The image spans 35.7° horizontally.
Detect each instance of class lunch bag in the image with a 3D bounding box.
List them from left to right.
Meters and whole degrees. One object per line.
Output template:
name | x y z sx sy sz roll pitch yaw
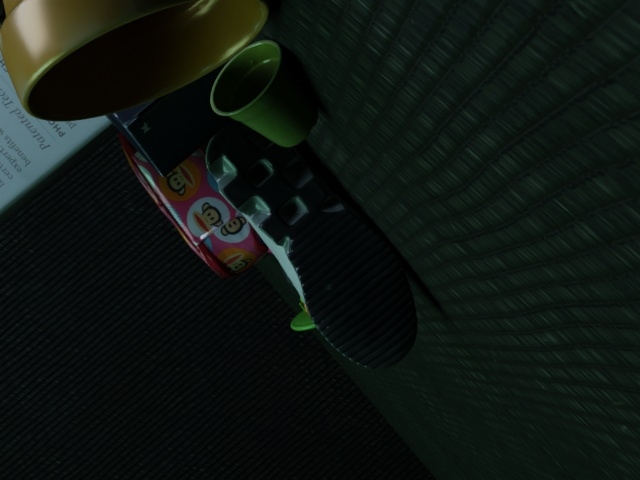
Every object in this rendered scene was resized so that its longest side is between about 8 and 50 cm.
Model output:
lunch bag | -0.172 -0.089 1.572 0.293 0.120 0.258 55 -168 2

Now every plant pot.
plant pot | -0.169 -0.222 0.777 0.205 0.205 0.187 117 129 -82
plant pot | -0.045 -0.127 0.919 0.079 0.083 0.083 41 180 -39

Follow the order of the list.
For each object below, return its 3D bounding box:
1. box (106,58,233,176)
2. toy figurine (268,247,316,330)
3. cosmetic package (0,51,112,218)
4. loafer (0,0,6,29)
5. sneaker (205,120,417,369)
box | -0.186 -0.197 1.077 0.207 0.153 0.108 47 172 29
toy figurine | -0.014 0.028 1.490 0.159 0.130 0.173 65 -165 -10
cosmetic package | -0.480 -0.224 1.440 0.327 0.394 0.329 51 -166 -10
loafer | -0.314 -0.274 1.157 0.269 0.101 0.092 4 -179 -44
sneaker | 0.000 0.000 1.171 0.330 0.122 0.146 55 -178 1
